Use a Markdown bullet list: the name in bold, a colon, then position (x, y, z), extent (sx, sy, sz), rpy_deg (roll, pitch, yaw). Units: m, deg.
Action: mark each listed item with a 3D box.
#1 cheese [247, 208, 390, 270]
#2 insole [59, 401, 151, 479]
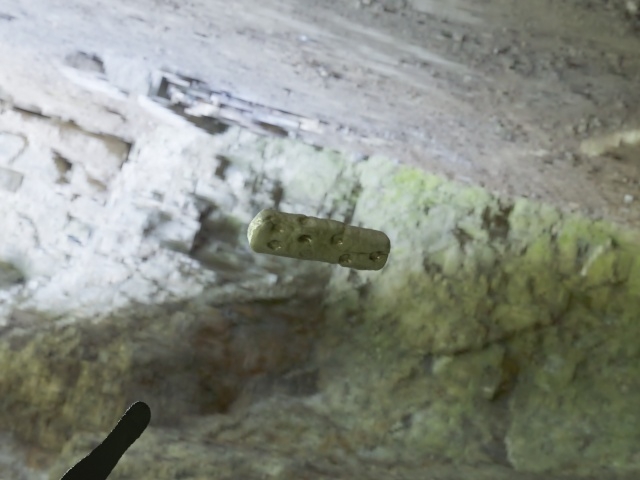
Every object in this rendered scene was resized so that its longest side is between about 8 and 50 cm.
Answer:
- **cheese**: position (0.000, 0.000, 1.331), extent (0.194, 0.065, 0.043), rpy_deg (12, -138, -20)
- **insole**: position (-0.372, 0.374, 1.698), extent (0.005, 0.253, 0.086), rpy_deg (19, 145, 37)
